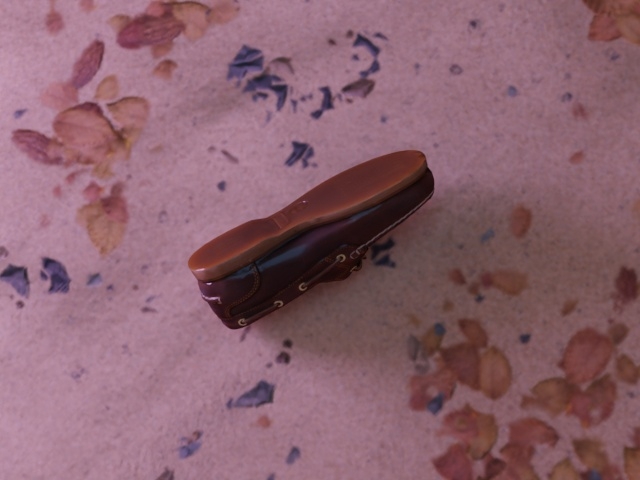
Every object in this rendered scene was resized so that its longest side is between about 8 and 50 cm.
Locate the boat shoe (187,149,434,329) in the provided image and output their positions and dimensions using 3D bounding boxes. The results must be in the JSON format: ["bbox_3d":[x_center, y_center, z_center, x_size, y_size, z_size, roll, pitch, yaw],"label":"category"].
[{"bbox_3d":[0.000,0.000,0.890,0.207,0.073,0.073,-26,114,4],"label":"boat shoe"}]
